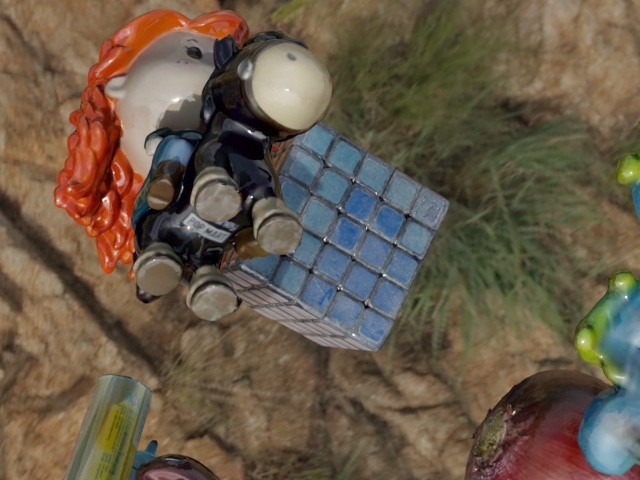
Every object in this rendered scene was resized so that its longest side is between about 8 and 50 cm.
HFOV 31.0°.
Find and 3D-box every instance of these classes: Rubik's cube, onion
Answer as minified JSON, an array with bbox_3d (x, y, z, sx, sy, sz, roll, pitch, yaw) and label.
[{"bbox_3d":[0.000,0.000,1.592,0.237,0.238,0.237,29,77,-15],"label":"Rubik's cube"},{"bbox_3d":[0.209,0.189,0.883,0.195,0.159,0.159,26,66,-4],"label":"onion"}]

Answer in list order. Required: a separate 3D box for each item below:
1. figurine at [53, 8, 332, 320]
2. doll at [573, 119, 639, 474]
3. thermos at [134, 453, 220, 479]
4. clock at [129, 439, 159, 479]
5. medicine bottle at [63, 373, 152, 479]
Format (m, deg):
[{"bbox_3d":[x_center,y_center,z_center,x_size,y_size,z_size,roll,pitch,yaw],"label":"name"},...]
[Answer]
[{"bbox_3d":[-0.122,-0.090,1.152,0.241,0.412,0.306,13,93,-23],"label":"figurine"},{"bbox_3d":[0.318,0.053,0.735,0.341,0.099,0.346,-29,79,9],"label":"doll"},{"bbox_3d":[-0.183,0.310,1.008,0.109,0.330,0.136,2,35,-47],"label":"thermos"},{"bbox_3d":[-0.226,0.313,1.485,0.108,0.045,0.147,36,21,0],"label":"clock"},{"bbox_3d":[-0.223,0.242,1.137,0.074,0.074,0.218,21,54,-11],"label":"medicine bottle"}]
